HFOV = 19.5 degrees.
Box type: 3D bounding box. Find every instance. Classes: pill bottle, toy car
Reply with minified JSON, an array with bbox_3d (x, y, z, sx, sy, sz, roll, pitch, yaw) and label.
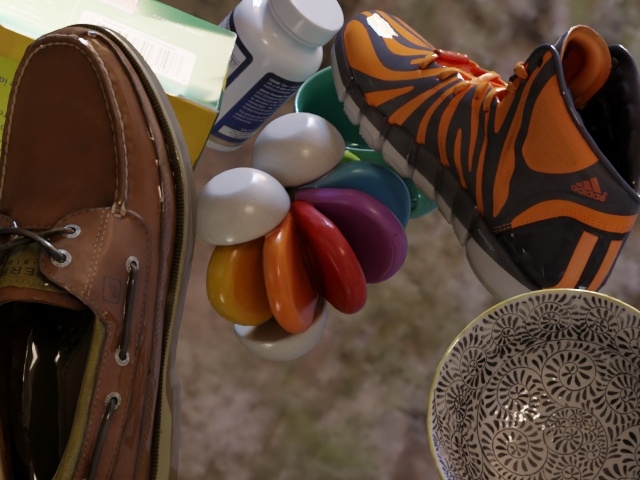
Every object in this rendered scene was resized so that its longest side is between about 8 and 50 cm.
[{"bbox_3d":[-0.058,-0.165,1.698,0.169,0.094,0.094,-42,14,33],"label":"pill bottle"},{"bbox_3d":[0.000,0.000,1.432,0.182,0.136,0.159,-47,-50,-36],"label":"toy car"}]

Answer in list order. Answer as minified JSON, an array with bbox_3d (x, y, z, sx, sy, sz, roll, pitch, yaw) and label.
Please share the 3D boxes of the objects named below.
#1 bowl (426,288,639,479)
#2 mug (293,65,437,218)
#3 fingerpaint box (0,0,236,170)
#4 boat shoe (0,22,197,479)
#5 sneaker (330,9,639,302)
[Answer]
[{"bbox_3d":[0.154,0.123,1.184,0.170,0.170,0.080,-64,-14,-16],"label":"bowl"},{"bbox_3d":[0.040,-0.071,1.611,0.158,0.129,0.097,-86,-2,-48],"label":"mug"},{"bbox_3d":[-0.340,-0.067,1.489,0.163,0.444,0.371,-82,15,-61],"label":"fingerpaint box"},{"bbox_3d":[-0.139,0.022,1.054,0.104,0.110,0.307,5,-103,-62],"label":"boat shoe"},{"bbox_3d":[0.137,-0.106,1.377,0.124,0.321,0.180,-7,-43,-40],"label":"sneaker"}]
